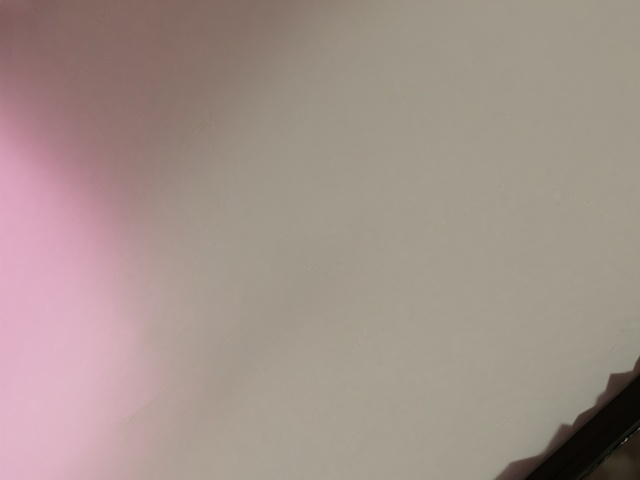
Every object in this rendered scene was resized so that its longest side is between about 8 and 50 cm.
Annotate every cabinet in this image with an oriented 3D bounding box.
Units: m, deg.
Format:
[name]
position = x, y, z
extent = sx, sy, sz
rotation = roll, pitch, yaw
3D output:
[cabinet]
position = 0.000, 0.000, 0.389
extent = 0.206, 0.145, 0.150
rotation = -43, 76, 5
